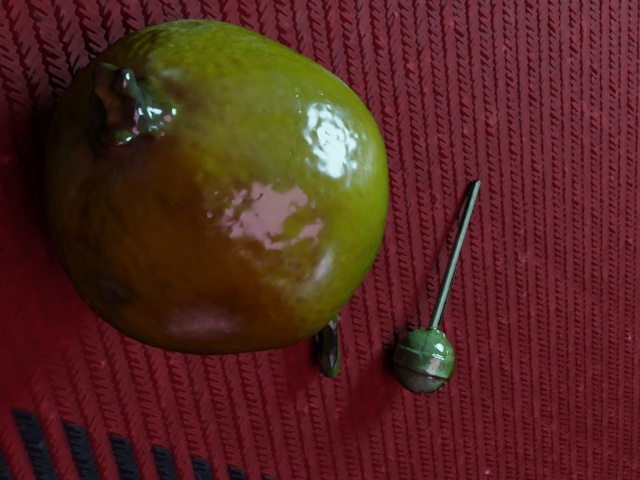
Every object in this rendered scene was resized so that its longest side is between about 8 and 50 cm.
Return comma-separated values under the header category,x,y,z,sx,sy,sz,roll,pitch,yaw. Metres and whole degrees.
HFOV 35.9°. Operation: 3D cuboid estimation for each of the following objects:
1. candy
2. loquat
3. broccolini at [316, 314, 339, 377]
category,x,y,z,sx,sy,sz,roll,pitch,yaw
candy,0.115,0.042,0.897,0.061,0.061,0.202,19,86,-43
loquat,-0.071,-0.036,0.583,0.213,0.213,0.246,-57,154,-6
broccolini,-0.001,0.003,0.776,0.071,0.057,0.254,-6,115,8
